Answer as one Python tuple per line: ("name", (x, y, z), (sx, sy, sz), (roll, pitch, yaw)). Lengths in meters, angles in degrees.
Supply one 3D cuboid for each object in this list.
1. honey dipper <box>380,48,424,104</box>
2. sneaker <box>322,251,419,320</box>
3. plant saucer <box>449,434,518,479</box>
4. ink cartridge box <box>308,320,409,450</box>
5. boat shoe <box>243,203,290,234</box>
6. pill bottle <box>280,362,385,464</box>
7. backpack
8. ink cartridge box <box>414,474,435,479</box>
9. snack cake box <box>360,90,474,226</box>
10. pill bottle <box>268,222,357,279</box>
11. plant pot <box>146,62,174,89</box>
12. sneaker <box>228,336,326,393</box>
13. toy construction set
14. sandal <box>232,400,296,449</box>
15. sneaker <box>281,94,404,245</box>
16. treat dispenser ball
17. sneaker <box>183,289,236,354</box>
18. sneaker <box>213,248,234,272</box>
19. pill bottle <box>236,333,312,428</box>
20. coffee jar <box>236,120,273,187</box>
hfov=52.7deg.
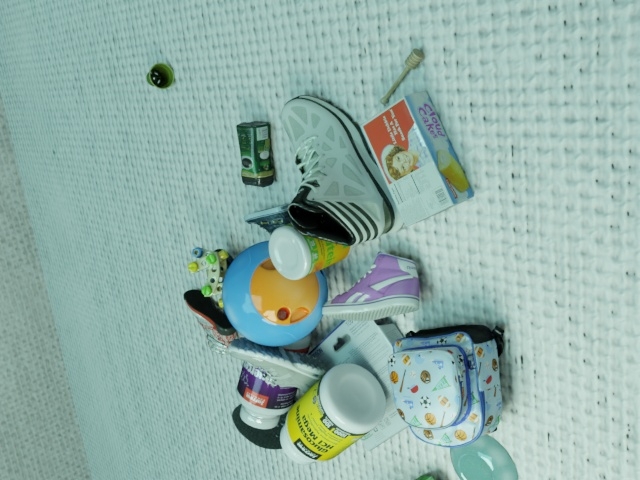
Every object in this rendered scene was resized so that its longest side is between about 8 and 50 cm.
("honey dipper", (0.181, -0.370, 1.475), (0.030, 0.030, 0.161), (55, 140, 14))
("sneaker", (0.127, 0.116, 1.647), (0.282, 0.102, 0.161), (-14, 65, 33))
("plant saucer", (0.400, 0.575, 1.626), (0.195, 0.037, 0.195), (19, 119, 40))
("ink cartridge box", (0.143, 0.374, 1.782), (0.330, 0.071, 0.324), (57, 136, 16))
("boat shoe", (-0.157, -0.051, 1.914), (0.183, 0.065, 0.083), (-11, 97, 46))
("pill bottle", (0.019, 0.488, 1.764), (0.188, 0.188, 0.334), (53, 135, 16))
("backpack", (0.294, 0.342, 1.499), (0.276, 0.213, 0.263), (-15, 90, 47))
("ink cartridge box", (0.221, 0.789, 1.694), (0.211, 0.289, 0.121), (58, 165, 11))
("snack cake box", (0.216, -0.183, 1.467), (0.152, 0.089, 0.264), (-27, 86, 49))
("pill bottle", (0.000, 0.000, 1.643), (0.136, 0.245, 0.136), (19, 119, 39))
("plant pot", (-0.528, -0.530, 2.095), (0.079, 0.083, 0.083), (11, 114, 55))
("sneaker", (-0.129, 0.356, 1.791), (0.105, 0.281, 0.115), (-110, 44, -72))
("toy construction set", (-0.241, 0.096, 1.984), (0.327, 0.151, 0.215), (-12, 85, 23))
("sandal", (-0.096, 0.585, 2.098), (0.445, 0.107, 0.168), (-10, 100, 34))
("sneaker", (-0.005, -0.174, 1.570), (0.447, 0.257, 0.169), (52, 135, 17))
("treat dispenser ball", (-0.123, 0.142, 1.753), (0.288, 0.288, 0.288), (19, 119, 39))
("sneaker", (-0.397, 0.293, 2.278), (0.270, 0.090, 0.145), (33, 129, 34))
("sneaker", (-0.273, 0.116, 2.107), (0.211, 0.080, 0.081), (50, 166, 12))
("pill bottle", (-0.148, 0.397, 1.953), (0.181, 0.181, 0.323), (26, 108, 36))
("coffee jar", (-0.186, -0.246, 1.854), (0.096, 0.079, 0.184), (13, 114, 39))
